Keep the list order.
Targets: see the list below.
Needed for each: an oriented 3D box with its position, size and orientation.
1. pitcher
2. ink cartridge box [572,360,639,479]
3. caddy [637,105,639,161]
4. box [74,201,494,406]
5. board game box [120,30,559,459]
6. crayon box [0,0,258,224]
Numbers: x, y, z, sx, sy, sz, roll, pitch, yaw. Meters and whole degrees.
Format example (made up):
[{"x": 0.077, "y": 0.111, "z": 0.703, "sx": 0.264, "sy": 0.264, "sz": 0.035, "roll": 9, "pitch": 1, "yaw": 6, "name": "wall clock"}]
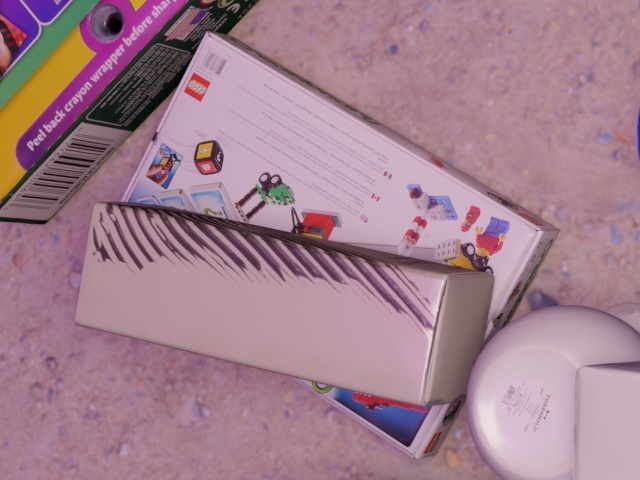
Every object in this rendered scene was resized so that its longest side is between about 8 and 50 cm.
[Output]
[{"x": 0.166, "y": 0.128, "z": 1.332, "sx": 0.125, "sy": 0.207, "sz": 0.177, "roll": 23, "pitch": 99, "yaw": 22, "name": "pitcher"}, {"x": 0.311, "y": 0.133, "z": 1.211, "sx": 0.197, "sy": 0.273, "sz": 0.114, "roll": 5, "pitch": 94, "yaw": 45, "name": "ink cartridge box"}, {"x": 0.367, "y": -0.076, "z": 1.271, "sx": 0.341, "sy": 0.179, "sz": 0.241, "roll": -22, "pitch": 105, "yaw": 21, "name": "caddy"}, {"x": -0.027, "y": 0.042, "z": 1.407, "sx": 0.275, "sy": 0.113, "sz": 0.094, "roll": 11, "pitch": 94, "yaw": 21, "name": "box"}, {"x": 0.000, "y": 0.000, "z": 1.484, "sx": 0.305, "sy": 0.053, "sz": 0.193, "roll": 32, "pitch": 102, "yaw": 20, "name": "board game box"}, {"x": -0.211, "y": -0.248, "z": 1.549, "sx": 0.363, "sy": 0.106, "sz": 0.313, "roll": -44, "pitch": 73, "yaw": 16, "name": "crayon box"}]
